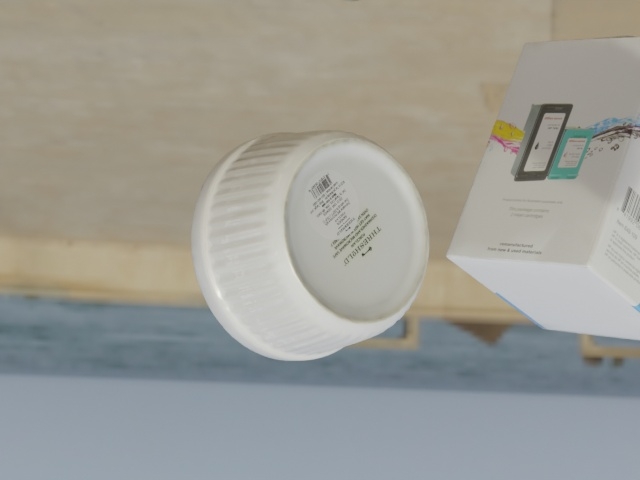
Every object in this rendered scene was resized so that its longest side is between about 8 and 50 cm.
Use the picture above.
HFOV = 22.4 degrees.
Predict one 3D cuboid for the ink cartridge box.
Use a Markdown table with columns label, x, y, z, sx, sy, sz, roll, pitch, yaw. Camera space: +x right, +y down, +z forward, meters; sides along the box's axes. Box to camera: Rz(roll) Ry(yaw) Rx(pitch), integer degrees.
| label | x | y | z | sx | sy | sz | roll | pitch | yaw |
| --- | --- | --- | --- | --- | --- | --- | --- | --- | --- |
| ink cartridge box | 0.304 | -0.056 | 1.741 | 0.197 | 0.270 | 0.198 | 4 | 156 | 47 |

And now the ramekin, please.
| label | x | y | z | sx | sy | sz | roll | pitch | yaw |
| --- | --- | --- | --- | --- | --- | --- | --- | --- | --- |
| ramekin | 0.000 | 0.000 | 1.420 | 0.207 | 0.207 | 0.109 | 6 | 169 | -37 |
